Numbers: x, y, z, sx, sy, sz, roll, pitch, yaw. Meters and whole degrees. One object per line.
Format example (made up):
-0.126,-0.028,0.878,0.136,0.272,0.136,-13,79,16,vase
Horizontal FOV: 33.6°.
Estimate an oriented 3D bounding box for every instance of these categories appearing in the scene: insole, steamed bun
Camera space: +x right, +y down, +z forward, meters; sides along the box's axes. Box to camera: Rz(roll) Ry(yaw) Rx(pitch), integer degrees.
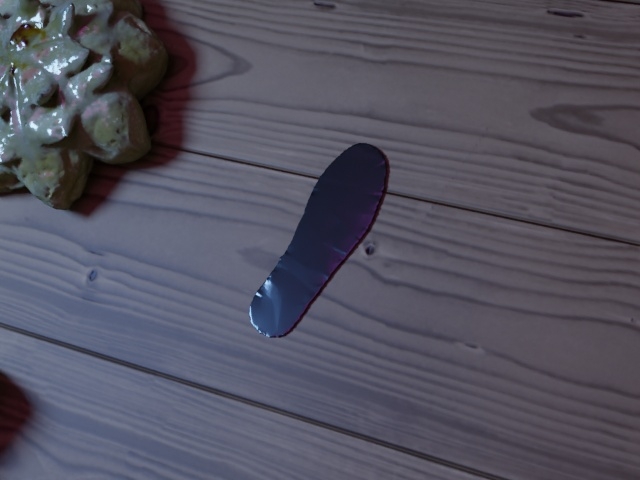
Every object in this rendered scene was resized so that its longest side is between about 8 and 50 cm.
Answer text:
0.000,0.000,1.115,0.080,0.003,0.232,29,84,26,insole
-0.318,-0.183,1.221,0.295,0.137,0.292,-46,65,-1,steamed bun
